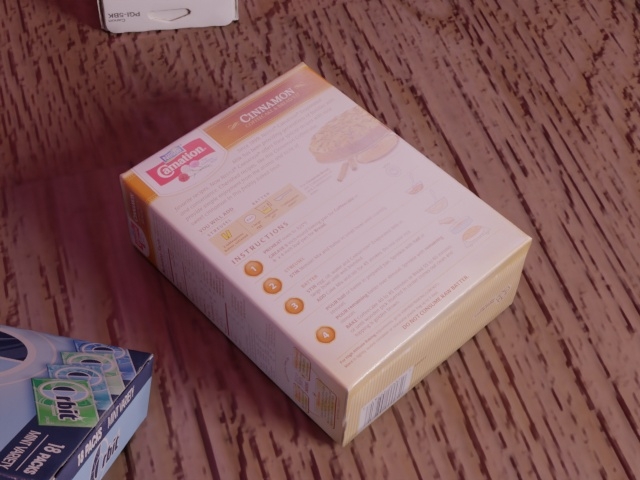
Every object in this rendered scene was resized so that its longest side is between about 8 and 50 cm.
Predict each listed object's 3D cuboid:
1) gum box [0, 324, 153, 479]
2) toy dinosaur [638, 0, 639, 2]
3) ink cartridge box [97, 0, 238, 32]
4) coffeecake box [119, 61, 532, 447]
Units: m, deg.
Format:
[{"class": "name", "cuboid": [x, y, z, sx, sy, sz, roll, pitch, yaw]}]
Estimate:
[{"class": "gum box", "cuboid": [-0.190, 0.079, 0.500, 0.184, 0.041, 0.157, 9, 14, 4]}, {"class": "toy dinosaur", "cuboid": [0.131, -0.294, 0.805, 0.314, 0.121, 0.160, 12, 40, 1]}, {"class": "ink cartridge box", "cuboid": [-0.116, -0.220, 0.774, 0.099, 0.056, 0.135, -6, 53, -9]}, {"class": "coffeecake box", "cuboid": [0.000, 0.000, 0.605, 0.142, 0.068, 0.185, -36, 62, -26]}]
